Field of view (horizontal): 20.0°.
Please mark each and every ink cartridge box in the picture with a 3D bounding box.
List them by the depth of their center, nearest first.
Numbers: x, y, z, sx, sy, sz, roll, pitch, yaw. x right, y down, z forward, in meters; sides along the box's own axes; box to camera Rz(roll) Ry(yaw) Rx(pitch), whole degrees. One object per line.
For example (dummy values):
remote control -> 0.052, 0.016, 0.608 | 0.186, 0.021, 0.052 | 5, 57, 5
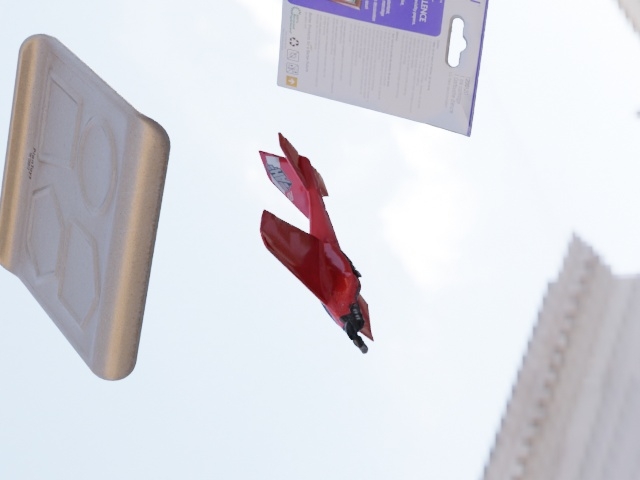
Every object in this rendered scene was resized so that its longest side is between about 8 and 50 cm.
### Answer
ink cartridge box -> 0.064, -0.216, 1.754 | 0.045, 0.208, 0.206 | -57, -22, -49

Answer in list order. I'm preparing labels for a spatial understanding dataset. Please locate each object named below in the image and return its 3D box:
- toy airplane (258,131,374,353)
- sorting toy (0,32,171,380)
toy airplane -> 0.000, 0.000, 1.042 | 0.151, 0.028, 0.151 | 56, -168, -18
sorting toy -> -0.168, -0.028, 1.288 | 0.038, 0.208, 0.193 | -3, -65, -33
